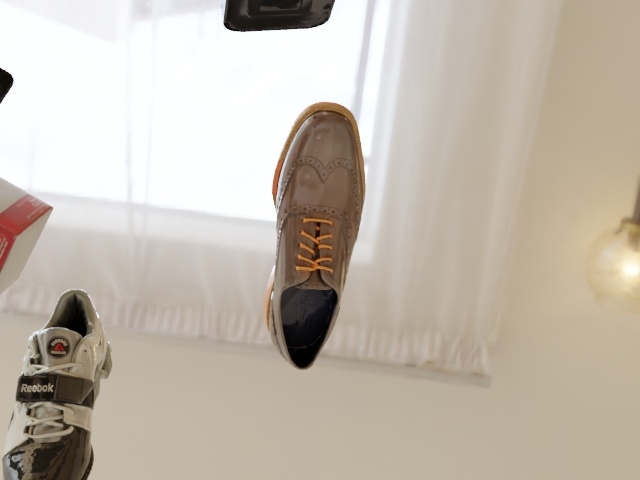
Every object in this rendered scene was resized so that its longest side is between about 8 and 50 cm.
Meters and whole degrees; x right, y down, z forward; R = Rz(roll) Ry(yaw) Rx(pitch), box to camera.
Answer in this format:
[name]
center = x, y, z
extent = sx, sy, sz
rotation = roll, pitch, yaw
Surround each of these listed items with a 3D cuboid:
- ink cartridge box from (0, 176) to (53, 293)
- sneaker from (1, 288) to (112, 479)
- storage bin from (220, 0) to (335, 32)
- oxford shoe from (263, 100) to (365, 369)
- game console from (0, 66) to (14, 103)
[ink cartridge box]
center = -0.467, -0.020, 1.336
extent = 0.176, 0.128, 0.127
rotation = 31, -159, -4
[sneaker]
center = -0.356, 0.197, 1.372
extent = 0.122, 0.146, 0.330
rotation = -1, -142, -2
[storage bin]
center = -0.044, -0.304, 1.098
extent = 0.122, 0.084, 0.180
rotation = -5, 161, -11
[oxford shoe]
center = 0.000, 0.000, 1.377
extent = 0.130, 0.364, 0.133
rotation = 2, -158, -9
[game console]
center = -0.409, -0.162, 1.116
extent = 0.107, 0.122, 0.071
rotation = 30, 167, -3
